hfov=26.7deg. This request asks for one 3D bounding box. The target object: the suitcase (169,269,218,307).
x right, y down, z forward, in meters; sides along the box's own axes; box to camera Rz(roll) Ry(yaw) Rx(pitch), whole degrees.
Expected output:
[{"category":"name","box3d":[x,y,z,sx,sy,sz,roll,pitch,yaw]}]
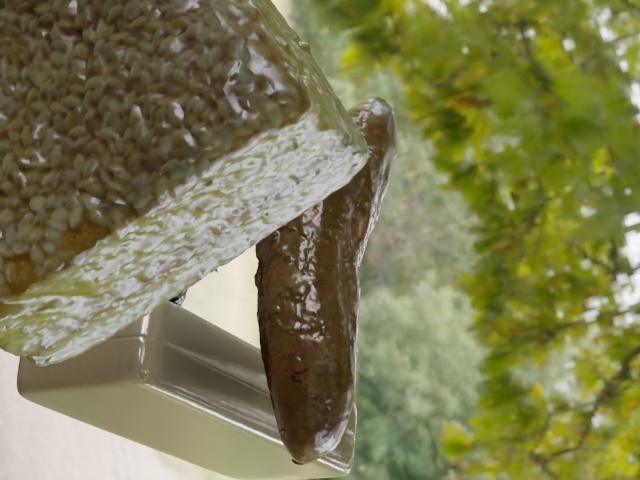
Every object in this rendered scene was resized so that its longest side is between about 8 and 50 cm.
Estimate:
[{"category":"suitcase","box3d":[-0.211,-0.139,1.313,0.283,0.194,0.434,-110,-174,-49]}]

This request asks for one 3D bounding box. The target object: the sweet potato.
[{"category":"sweet potato","box3d":[-0.002,0.000,1.060,0.114,0.092,0.341,41,47,-40]}]

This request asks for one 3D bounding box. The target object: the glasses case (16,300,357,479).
[{"category":"glasses case","box3d":[-0.104,0.138,1.176,0.336,0.144,0.076,36,52,-53]}]

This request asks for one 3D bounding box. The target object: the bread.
[{"category":"bread","box3d":[-0.113,-0.084,0.606,0.234,0.184,0.110,58,6,21]}]
